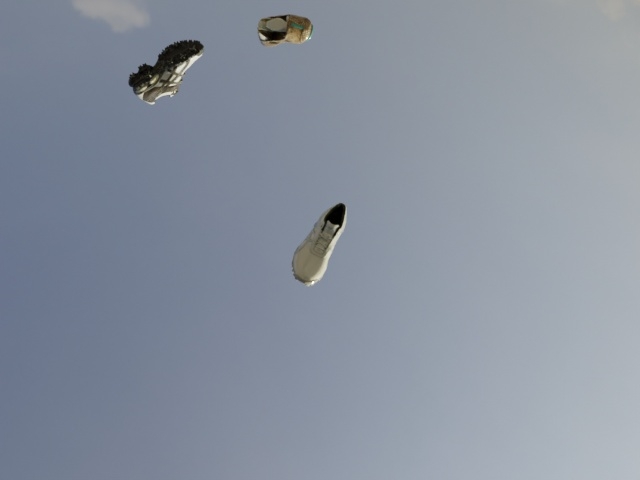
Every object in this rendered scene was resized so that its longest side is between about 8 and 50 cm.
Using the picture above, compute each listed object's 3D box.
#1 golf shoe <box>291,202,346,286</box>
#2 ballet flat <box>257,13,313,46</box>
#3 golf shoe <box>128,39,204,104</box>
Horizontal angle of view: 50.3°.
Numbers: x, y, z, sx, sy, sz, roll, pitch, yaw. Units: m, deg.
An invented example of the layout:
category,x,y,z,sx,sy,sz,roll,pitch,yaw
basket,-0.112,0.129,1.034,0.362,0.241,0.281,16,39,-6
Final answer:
category,x,y,z,sx,sy,sz,roll,pitch,yaw
golf shoe,0.000,0.000,1.267,0.069,0.086,0.176,25,-123,-1
ballet flat,-0.094,-0.458,1.463,0.067,0.073,0.206,10,-177,-36
golf shoe,-0.353,-0.399,1.615,0.198,0.094,0.077,-31,-126,2
